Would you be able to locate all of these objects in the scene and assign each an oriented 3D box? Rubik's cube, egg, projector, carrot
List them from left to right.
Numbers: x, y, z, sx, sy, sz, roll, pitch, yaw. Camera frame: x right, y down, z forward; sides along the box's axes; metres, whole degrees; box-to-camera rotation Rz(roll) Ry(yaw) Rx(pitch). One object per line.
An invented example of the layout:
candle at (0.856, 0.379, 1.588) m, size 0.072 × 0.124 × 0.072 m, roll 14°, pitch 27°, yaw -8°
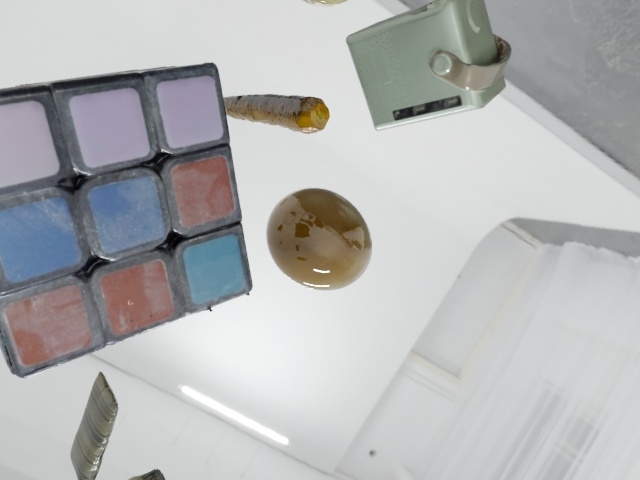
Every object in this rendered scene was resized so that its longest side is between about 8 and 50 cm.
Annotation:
Rubik's cube at (-0.348, -0.063, 0.863) m, size 0.362 × 0.359 × 0.363 m, roll -17°, pitch -162°, yaw -32°
carrot at (-0.101, -0.242, 1.100) m, size 0.314 × 0.066 × 0.066 m, roll 17°, pitch 169°, yaw 46°
egg at (0.000, 0.000, 1.678) m, size 0.282 × 0.283 × 0.351 m, roll 31°, pitch 179°, yaw 42°
projector at (0.187, -0.301, 0.977) m, size 0.242 × 0.163 × 0.177 m, roll -3°, pitch 117°, yaw 40°

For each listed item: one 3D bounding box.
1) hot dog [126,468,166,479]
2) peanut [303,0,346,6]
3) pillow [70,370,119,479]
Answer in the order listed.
hot dog at (-0.346, 0.619, 1.247) m, size 0.270 × 0.162 × 0.082 m, roll 50°, pitch -173°, yaw 30°
peanut at (-0.059, -0.400, 0.794) m, size 0.256 × 0.124 × 0.123 m, roll 31°, pitch 180°, yaw 2°
pillow at (-0.433, 0.366, 1.124) m, size 0.038 × 0.204 × 0.113 m, roll 11°, pitch -162°, yaw -42°
